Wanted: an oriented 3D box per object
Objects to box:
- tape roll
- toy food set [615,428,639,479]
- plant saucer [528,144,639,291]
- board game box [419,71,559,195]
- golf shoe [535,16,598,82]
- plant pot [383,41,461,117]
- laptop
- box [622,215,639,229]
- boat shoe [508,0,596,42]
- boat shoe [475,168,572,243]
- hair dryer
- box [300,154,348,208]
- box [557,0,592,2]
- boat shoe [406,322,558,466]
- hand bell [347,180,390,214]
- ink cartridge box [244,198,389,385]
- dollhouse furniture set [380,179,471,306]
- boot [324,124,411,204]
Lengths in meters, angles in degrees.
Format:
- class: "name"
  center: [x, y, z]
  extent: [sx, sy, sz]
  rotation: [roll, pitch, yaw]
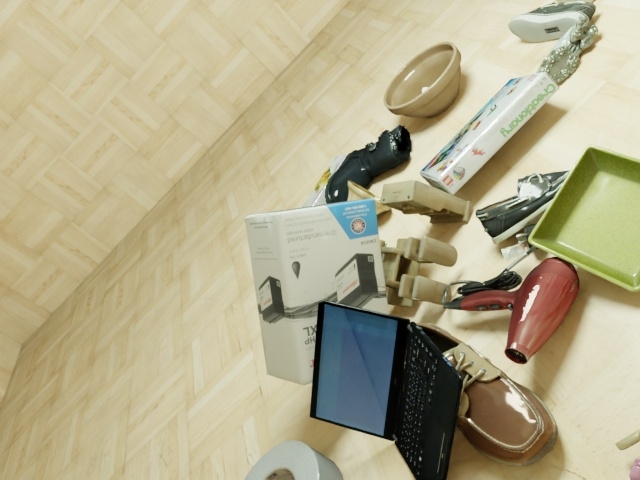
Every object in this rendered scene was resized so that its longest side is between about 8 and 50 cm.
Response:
- class: "tape roll"
  center: [-0.060, 0.469, 1.083]
  extent: [0.219, 0.072, 0.219]
  rotation: [-36, 29, 23]
- class: "toy food set"
  center: [0.400, 0.275, 0.710]
  extent: [0.078, 0.019, 0.122]
  rotation: [-40, 36, 18]
- class: "plant saucer"
  center: [0.449, -0.033, 0.943]
  extent: [0.188, 0.045, 0.188]
  rotation: [32, 90, 43]
- class: "board game box"
  center: [0.356, -0.233, 1.343]
  extent: [0.305, 0.053, 0.193]
  rotation: [-46, 9, 6]
- class: "golf shoe"
  center: [0.536, -0.407, 1.370]
  extent: [0.176, 0.069, 0.086]
  rotation: [-47, 7, -3]
- class: "plant pot"
  center: [0.294, -0.409, 1.661]
  extent: [0.237, 0.109, 0.237]
  rotation: [-37, 28, 24]
- class: "laptop"
  center: [0.088, 0.248, 0.956]
  extent: [0.264, 0.136, 0.234]
  rotation: [-128, 38, -64]
- class: "box"
  center: [0.495, -0.068, 1.007]
  extent: [0.081, 0.028, 0.136]
  rotation: [-42, 25, 15]
- class: "boat shoe"
  center: [0.552, -0.526, 1.475]
  extent: [0.070, 0.078, 0.219]
  rotation: [-54, 35, -10]
- class: "boat shoe"
  center: [0.389, -0.087, 1.107]
  extent: [0.233, 0.079, 0.084]
  rotation: [-36, -9, 22]
- class: "hair dryer"
  center: [0.316, 0.103, 1.011]
  extent: [0.223, 0.080, 0.293]
  rotation: [-42, 13, 20]
- class: "box"
  center: [-0.003, -0.102, 1.750]
  extent: [0.063, 0.067, 0.324]
  rotation: [4, 58, 59]
- class: "box"
  center: [0.686, -0.716, 1.462]
  extent: [0.311, 0.121, 0.148]
  rotation: [-42, 27, 13]
- class: "boat shoe"
  center: [0.217, 0.222, 0.940]
  extent: [0.123, 0.116, 0.324]
  rotation: [-51, 27, -4]
- class: "hand bell"
  center: [0.058, -0.014, 1.535]
  extent: [0.242, 0.126, 0.126]
  rotation: [-58, 25, 10]
- class: "ink cartridge box"
  center: [0.001, 0.088, 1.164]
  extent: [0.129, 0.223, 0.308]
  rotation: [-1, 98, 55]
- class: "dollhouse furniture set"
  center: [0.199, 0.018, 1.265]
  extent: [0.212, 0.161, 0.242]
  rotation: [-1, 75, 56]
- class: "boot"
  center: [0.130, -0.190, 1.633]
  extent: [0.207, 0.094, 0.247]
  rotation: [-25, 29, 46]
